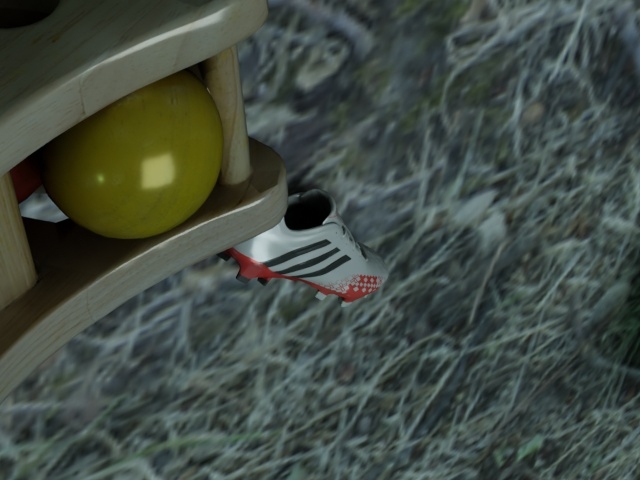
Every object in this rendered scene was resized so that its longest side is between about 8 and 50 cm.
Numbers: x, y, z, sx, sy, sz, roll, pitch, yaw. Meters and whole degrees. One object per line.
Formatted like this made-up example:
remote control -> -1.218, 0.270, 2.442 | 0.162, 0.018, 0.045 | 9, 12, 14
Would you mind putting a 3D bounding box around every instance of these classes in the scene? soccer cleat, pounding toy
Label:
soccer cleat -> 0.000, 0.000, 0.618 | 0.083, 0.029, 0.035 | 12, 119, -48
pounding toy -> -0.126, 0.000, 0.354 | 0.269, 0.154, 0.155 | -33, 145, -23
